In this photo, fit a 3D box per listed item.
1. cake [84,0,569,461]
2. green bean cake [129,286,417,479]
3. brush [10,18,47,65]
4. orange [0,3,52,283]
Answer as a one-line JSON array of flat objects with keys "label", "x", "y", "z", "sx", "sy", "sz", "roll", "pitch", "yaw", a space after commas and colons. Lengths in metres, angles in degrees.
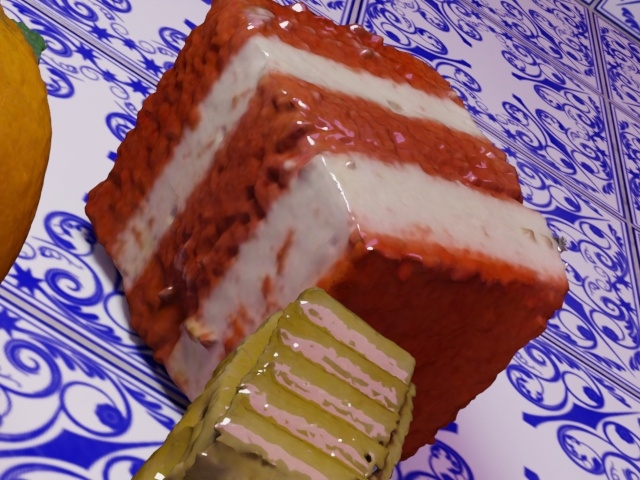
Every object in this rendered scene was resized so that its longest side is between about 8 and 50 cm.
[{"label": "cake", "x": 0.000, "y": 0.000, "z": 1.254, "sx": 0.269, "sy": 0.270, "sz": 0.319, "roll": 14, "pitch": 35, "yaw": -40}, {"label": "green bean cake", "x": -0.050, "y": 0.165, "z": 0.976, "sx": 0.131, "sy": 0.224, "sz": 0.230, "roll": 37, "pitch": 29, "yaw": -1}, {"label": "brush", "x": -0.292, "y": -0.126, "z": 1.356, "sx": 0.054, "sy": 0.048, "sz": 0.282, "roll": 26, "pitch": 29, "yaw": -16}, {"label": "orange", "x": -0.318, "y": -0.068, "z": 0.927, "sx": 0.312, "sy": 0.312, "sz": 0.312, "roll": 29, "pitch": 27, "yaw": -16}]
